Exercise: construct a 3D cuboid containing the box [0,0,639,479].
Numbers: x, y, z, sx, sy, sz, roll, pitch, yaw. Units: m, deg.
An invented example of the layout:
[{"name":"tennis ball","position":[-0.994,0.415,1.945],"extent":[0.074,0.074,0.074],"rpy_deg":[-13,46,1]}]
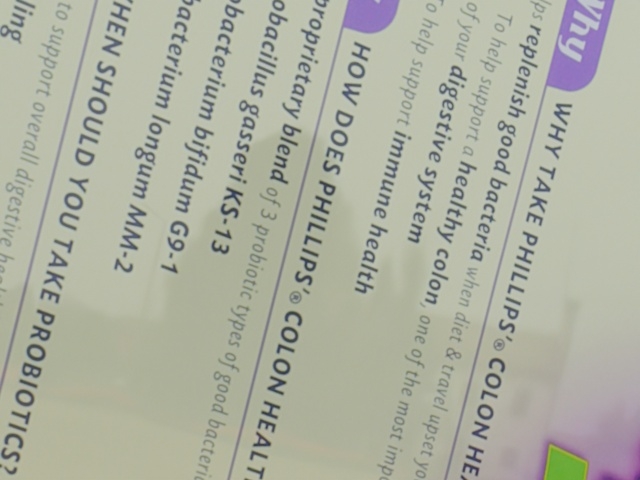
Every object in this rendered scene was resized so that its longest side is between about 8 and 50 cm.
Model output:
[{"name":"box","position":[0.000,0.000,0.410],"extent":[0.243,0.213,0.117],"rpy_deg":[14,2,-14]}]
